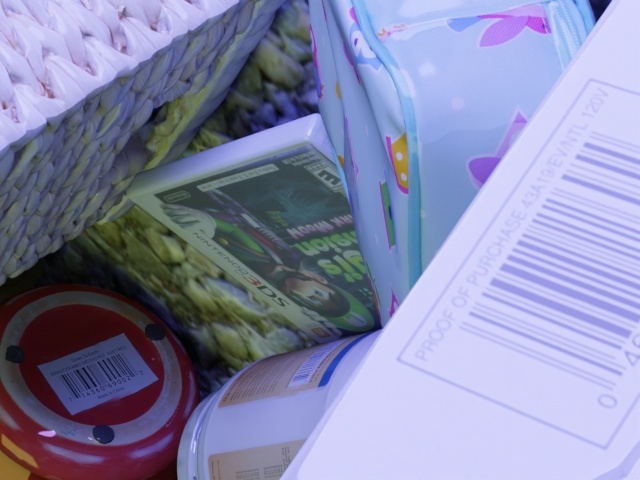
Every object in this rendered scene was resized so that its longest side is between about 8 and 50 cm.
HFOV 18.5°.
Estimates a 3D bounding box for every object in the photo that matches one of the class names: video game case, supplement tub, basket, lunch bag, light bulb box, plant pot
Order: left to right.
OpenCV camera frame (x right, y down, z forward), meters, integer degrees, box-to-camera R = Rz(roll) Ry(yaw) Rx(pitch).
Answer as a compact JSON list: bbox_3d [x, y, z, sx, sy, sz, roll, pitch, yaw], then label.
[{"bbox_3d":[-0.250,-0.147,1.164,0.331,0.266,0.328,50,145,5],"label":"basket"},{"bbox_3d":[-0.187,0.135,1.413,0.191,0.191,0.174,41,136,14],"label":"plant pot"},{"bbox_3d":[0.000,0.000,1.168,0.173,0.022,0.190,38,150,-26],"label":"video game case"},{"bbox_3d":[0.014,0.134,1.223,0.200,0.144,0.144,-17,107,53],"label":"supplement tub"},{"bbox_3d":[0.061,-0.065,0.927,0.279,0.108,0.224,-104,4,-49],"label":"lunch bag"},{"bbox_3d":[0.187,0.131,0.771,0.225,0.358,0.361,22,155,34],"label":"light bulb box"}]

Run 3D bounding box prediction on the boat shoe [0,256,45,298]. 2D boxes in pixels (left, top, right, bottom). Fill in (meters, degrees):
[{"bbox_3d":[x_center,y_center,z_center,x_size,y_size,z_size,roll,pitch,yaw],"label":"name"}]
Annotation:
[{"bbox_3d":[-0.282,-0.051,1.448,0.223,0.080,0.073,54,153,-1],"label":"boat shoe"}]
